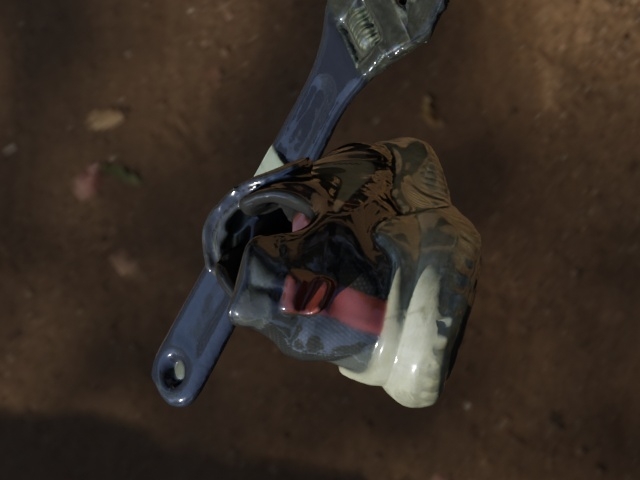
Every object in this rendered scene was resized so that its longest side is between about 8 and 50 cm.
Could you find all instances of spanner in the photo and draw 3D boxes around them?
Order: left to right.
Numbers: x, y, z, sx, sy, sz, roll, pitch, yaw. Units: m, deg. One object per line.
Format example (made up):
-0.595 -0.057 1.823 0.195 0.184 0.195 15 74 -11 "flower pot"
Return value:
-0.017 -0.036 1.035 0.087 0.024 0.315 43 115 36 "spanner"

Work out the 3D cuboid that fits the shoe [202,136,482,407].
0.000 0.000 0.887 0.112 0.227 0.099 12 105 -17 "shoe"
